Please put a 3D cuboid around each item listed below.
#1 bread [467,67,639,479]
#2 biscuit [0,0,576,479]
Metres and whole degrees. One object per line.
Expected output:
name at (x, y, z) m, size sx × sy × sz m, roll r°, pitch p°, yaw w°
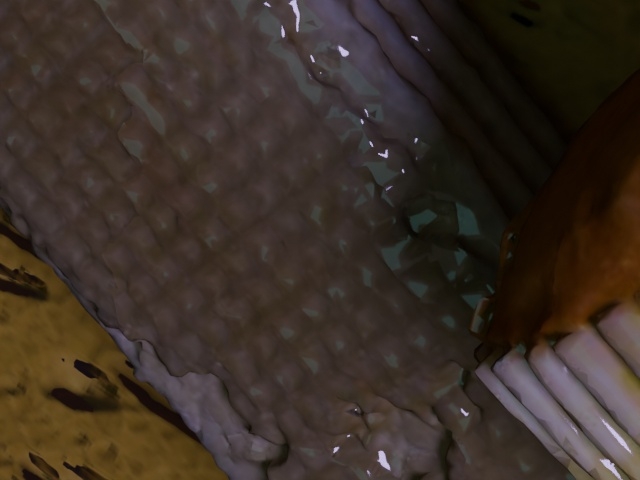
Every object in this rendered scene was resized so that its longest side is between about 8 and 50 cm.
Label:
bread at (0.150, -0.025, 0.423) m, size 0.133 × 0.179 × 0.250 m, roll 45°, pitch 119°, yaw -1°
biscuit at (0.000, 0.000, 0.567) m, size 0.144 × 0.078 × 0.426 m, roll -38°, pitch 92°, yaw 35°
